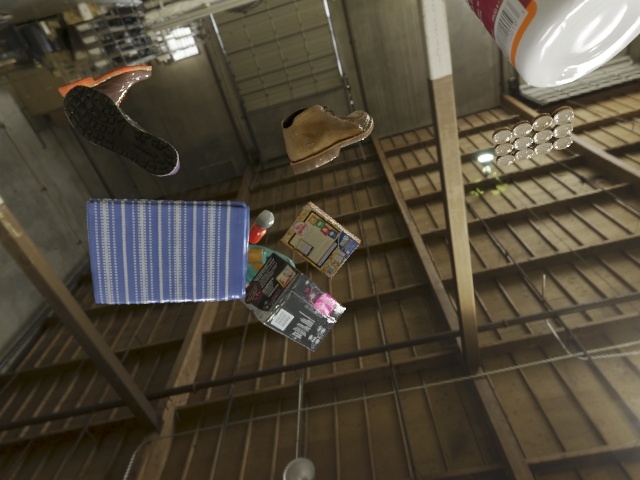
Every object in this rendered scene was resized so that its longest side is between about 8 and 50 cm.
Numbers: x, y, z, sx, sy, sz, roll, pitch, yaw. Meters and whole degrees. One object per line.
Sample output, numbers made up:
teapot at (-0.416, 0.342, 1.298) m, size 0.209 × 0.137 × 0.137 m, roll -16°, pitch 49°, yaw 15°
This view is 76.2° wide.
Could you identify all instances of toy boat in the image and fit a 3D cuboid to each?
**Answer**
toy boat at (-0.204, 0.040, 1.421) m, size 0.267 × 0.148 × 0.318 m, roll 16°, pitch -139°, yaw -29°

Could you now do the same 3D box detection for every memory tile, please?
memory tile at (0.427, -0.206, 0.824) m, size 0.147 × 0.113 × 0.012 m, roll -15°, pitch -126°, yaw 22°

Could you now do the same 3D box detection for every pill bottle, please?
pill bottle at (0.346, -0.473, 0.677) m, size 0.223 × 0.224 × 0.393 m, roll -19°, pitch -113°, yaw -4°

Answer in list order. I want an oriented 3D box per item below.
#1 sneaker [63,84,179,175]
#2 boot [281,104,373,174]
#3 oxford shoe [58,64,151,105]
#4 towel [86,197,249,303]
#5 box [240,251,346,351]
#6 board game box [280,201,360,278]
sneaker at (-0.474, -0.248, 0.986) m, size 0.107 × 0.283 × 0.124 m, roll -53°, pitch -167°, yaw -5°
boot at (0.025, -0.257, 0.905) m, size 0.112 × 0.115 × 0.305 m, roll -9°, pitch -157°, yaw 39°
oxford shoe at (-0.617, -0.449, 1.211) m, size 0.271 × 0.099 × 0.096 m, roll -36°, pitch -148°, yaw -30°
towel at (-0.331, 0.025, 0.917) m, size 0.335 × 0.244 × 0.040 m, roll 0°, pitch -163°, yaw -14°
box at (-0.075, 0.175, 1.133) m, size 0.142 × 0.247 × 0.163 m, roll 32°, pitch -98°, yaw 44°
board game box at (0.000, 0.000, 1.224) m, size 0.147 × 0.193 × 0.045 m, roll -52°, pitch -179°, yaw 18°
